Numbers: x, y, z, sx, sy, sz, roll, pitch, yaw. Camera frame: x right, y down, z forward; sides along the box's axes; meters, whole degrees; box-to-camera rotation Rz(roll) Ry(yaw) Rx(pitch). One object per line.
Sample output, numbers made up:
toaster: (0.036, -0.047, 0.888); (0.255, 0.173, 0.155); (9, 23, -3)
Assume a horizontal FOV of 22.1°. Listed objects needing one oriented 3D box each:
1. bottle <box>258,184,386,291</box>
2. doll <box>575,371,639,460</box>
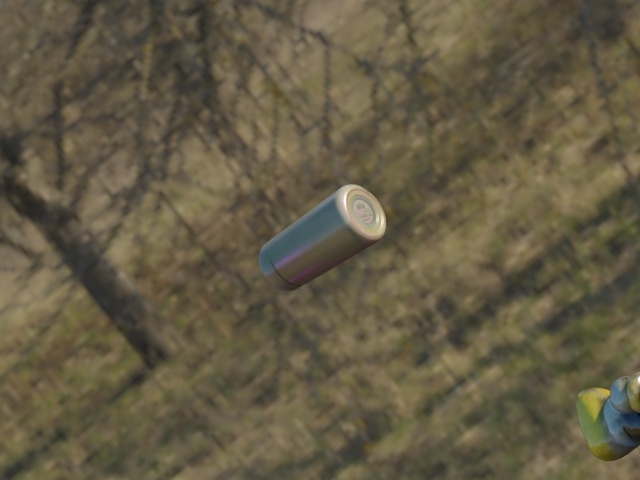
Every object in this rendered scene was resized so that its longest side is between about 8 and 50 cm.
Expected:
bottle: (0.000, 0.000, 1.151); (0.096, 0.045, 0.045); (-34, 10, 40)
doll: (0.286, 0.074, 0.902); (0.316, 0.145, 0.103); (-25, 38, 46)
